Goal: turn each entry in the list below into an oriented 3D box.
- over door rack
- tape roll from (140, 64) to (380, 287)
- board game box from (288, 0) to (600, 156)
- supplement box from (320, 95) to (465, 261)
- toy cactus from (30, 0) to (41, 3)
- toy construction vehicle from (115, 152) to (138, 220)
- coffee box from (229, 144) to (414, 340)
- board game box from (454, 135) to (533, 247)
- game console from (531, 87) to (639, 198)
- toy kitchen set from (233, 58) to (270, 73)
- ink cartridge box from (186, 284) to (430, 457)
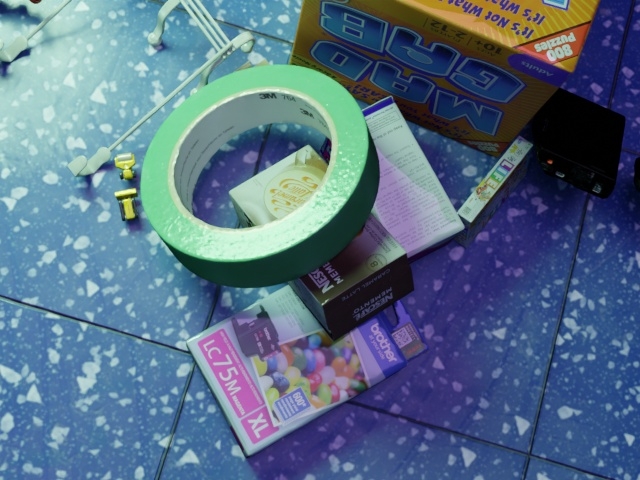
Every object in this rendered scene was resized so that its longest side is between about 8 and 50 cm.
[{"bbox_3d":[-0.288,-0.280,1.616,0.324,0.108,0.239,-37,83,1],"label":"over door rack"},{"bbox_3d":[-0.083,-0.092,1.496,0.321,0.077,0.321,-8,58,12],"label":"tape roll"},{"bbox_3d":[0.195,-0.390,1.559,0.356,0.356,0.356,23,75,-1],"label":"board game box"},{"bbox_3d":[0.102,-0.077,1.602,0.114,0.111,0.220,-28,81,-11],"label":"supplement box"},{"bbox_3d":[-0.523,-0.353,1.606,0.219,0.112,0.180,-29,60,1],"label":"toy cactus"},{"bbox_3d":[-0.257,-0.082,1.603,0.086,0.035,0.098,-13,84,-5],"label":"toy construction vehicle"},{"bbox_3d":[0.000,0.000,1.528,0.141,0.098,0.246,-31,55,-12],"label":"coffee box"},{"bbox_3d":[0.254,-0.070,1.621,0.026,0.103,0.154,36,75,16],"label":"board game box"},{"bbox_3d":[0.481,-0.106,1.619,0.361,0.044,0.213,24,36,3],"label":"game console"},{"bbox_3d":[-0.093,-0.221,1.634,0.083,0.068,0.075,-37,84,-13],"label":"toy kitchen set"},{"bbox_3d":[-0.012,0.151,1.563,0.311,0.065,0.186,-28,82,-14],"label":"ink cartridge box"}]
